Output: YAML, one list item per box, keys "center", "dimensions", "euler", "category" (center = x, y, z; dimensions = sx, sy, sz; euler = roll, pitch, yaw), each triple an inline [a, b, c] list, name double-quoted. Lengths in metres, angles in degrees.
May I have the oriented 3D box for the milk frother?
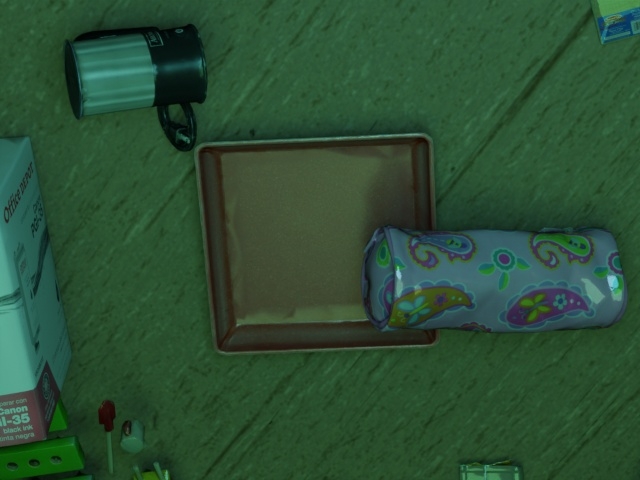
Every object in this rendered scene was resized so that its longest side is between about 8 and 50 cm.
- center: [-0.195, -0.150, 1.631]
  dimensions: [0.134, 0.129, 0.143]
  euler: [-9, 107, -16]
  category: "milk frother"

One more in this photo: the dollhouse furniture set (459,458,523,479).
- center: [0.210, 0.335, 1.887]
  dimensions: [0.076, 0.058, 0.152]
  euler: [-2, 94, 11]
  category: "dollhouse furniture set"

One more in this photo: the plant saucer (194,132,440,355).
- center: [0.000, 0.000, 1.739]
  dimensions: [0.259, 0.048, 0.258]
  euler: [-3, 113, 3]
  category: "plant saucer"

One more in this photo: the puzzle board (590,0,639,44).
- center: [0.344, -0.266, 1.630]
  dimensions: [0.128, 0.011, 0.096]
  euler: [-15, 113, 9]
  category: "puzzle board"

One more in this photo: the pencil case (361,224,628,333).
- center: [0.188, 0.040, 1.680]
  dimensions: [0.284, 0.124, 0.124]
  euler: [0, 114, -15]
  category: "pencil case"

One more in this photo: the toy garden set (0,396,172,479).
- center: [-0.277, 0.260, 1.836]
  dimensions: [0.203, 0.049, 0.244]
  euler: [-9, 128, 6]
  category: "toy garden set"

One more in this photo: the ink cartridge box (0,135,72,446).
- center: [-0.361, 0.053, 1.689]
  dimensions: [0.117, 0.207, 0.283]
  euler: [-6, 113, 3]
  category: "ink cartridge box"
